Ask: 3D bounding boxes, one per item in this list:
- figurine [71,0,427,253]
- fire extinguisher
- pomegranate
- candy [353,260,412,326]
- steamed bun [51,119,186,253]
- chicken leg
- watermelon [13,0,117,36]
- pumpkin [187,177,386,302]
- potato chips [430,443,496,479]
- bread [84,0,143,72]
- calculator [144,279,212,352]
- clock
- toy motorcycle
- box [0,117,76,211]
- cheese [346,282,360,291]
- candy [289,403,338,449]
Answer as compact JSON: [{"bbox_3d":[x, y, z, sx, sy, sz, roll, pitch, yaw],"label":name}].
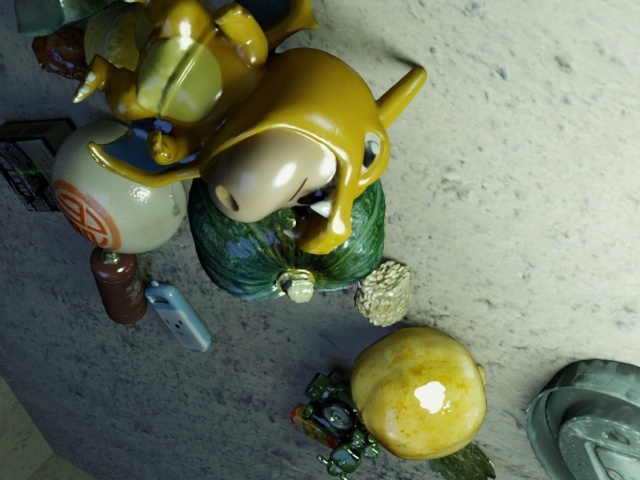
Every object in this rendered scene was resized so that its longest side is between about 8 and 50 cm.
[{"bbox_3d":[-0.084,-0.200,1.431,0.387,0.401,0.268,29,-176,-11],"label":"figurine"},{"bbox_3d":[-0.452,0.057,2.509,0.102,0.138,0.344,4,150,1],"label":"fire extinguisher"},{"bbox_3d":[0.161,0.256,1.856,0.233,0.233,0.233,32,150,21],"label":"pomegranate"},{"bbox_3d":[0.104,0.086,1.831,0.085,0.095,0.110,37,147,20],"label":"candy"},{"bbox_3d":[-0.406,-0.086,2.172,0.283,0.177,0.283,32,150,21],"label":"steamed bun"},{"bbox_3d":[-0.366,-0.289,1.957,0.304,0.093,0.113,28,167,12],"label":"chicken leg"},{"bbox_3d":[-0.306,-0.412,1.517,0.151,0.264,0.302,29,145,25],"label":"watermelon"},{"bbox_3d":[-0.054,-0.061,1.647,0.263,0.293,0.197,-105,3,-47],"label":"pumpkin"},{"bbox_3d":[0.276,0.438,2.163,0.209,0.026,0.142,-2,130,54],"label":"potato chips"},{"bbox_3d":[-0.254,-0.285,1.715,0.170,0.197,0.197,30,151,48],"label":"bread"},{"bbox_3d":[-0.325,0.172,2.566,0.121,0.039,0.210,0,129,51],"label":"calculator"},{"bbox_3d":[0.489,0.337,1.692,0.386,0.076,0.386,32,149,22],"label":"clock"},{"bbox_3d":[0.037,0.373,2.277,0.205,0.127,0.275,39,149,2],"label":"toy motorcycle"},{"bbox_3d":[-0.584,-0.159,2.405,0.310,0.084,0.198,4,133,50],"label":"box"},{"bbox_3d":[0.000,0.000,1.836,0.244,0.062,0.155,48,162,48],"label":"cheese"},{"bbox_3d":[-0.007,0.411,2.477,0.122,0.038,0.062,21,144,36],"label":"candy"}]
